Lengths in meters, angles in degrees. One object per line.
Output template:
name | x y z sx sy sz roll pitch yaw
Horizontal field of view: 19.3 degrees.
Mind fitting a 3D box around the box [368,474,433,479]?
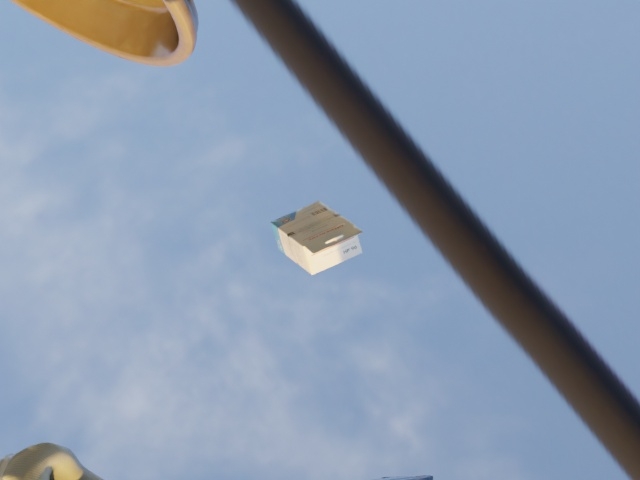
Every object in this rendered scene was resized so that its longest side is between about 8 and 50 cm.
box | 0.033 0.287 1.317 0.044 0.159 0.233 -6 -94 29

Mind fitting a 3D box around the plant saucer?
plant saucer | -0.184 -0.201 1.114 0.278 0.278 0.041 23 -106 35

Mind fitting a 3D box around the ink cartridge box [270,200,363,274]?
ink cartridge box | 0.000 0.000 1.513 0.048 0.028 0.083 -24 -153 -17

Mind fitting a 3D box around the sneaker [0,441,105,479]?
sneaker | -0.064 0.173 0.813 0.115 0.232 0.090 -40 -162 47
